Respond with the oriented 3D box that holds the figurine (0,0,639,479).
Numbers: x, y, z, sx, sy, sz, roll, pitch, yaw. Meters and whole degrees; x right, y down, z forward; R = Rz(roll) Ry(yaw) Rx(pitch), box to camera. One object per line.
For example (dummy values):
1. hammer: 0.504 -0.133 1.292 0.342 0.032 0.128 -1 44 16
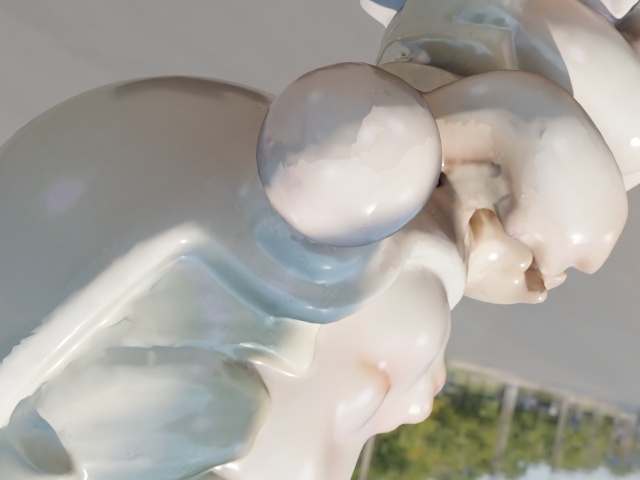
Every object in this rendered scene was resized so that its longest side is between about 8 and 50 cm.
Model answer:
1. figurine: -0.005 -0.008 0.415 0.144 0.257 0.182 54 158 -15
